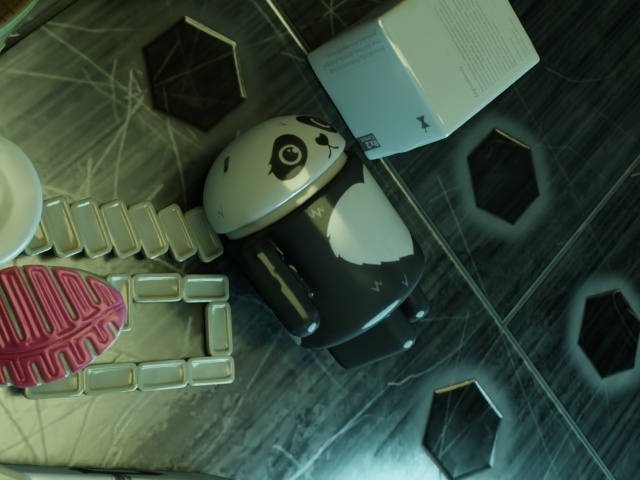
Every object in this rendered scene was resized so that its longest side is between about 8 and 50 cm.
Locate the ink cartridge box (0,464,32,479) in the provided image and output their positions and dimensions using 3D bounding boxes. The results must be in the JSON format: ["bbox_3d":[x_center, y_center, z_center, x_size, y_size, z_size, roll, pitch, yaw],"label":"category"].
[{"bbox_3d":[-0.398,0.178,0.666,0.279,0.385,0.160,28,68,-26],"label":"ink cartridge box"}]

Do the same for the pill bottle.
[{"bbox_3d":[-0.319,-0.021,0.838,0.119,0.208,0.119,4,81,-31],"label":"pill bottle"}]

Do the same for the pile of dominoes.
[{"bbox_3d":[-0.205,0.056,1.013,0.251,0.040,0.195,2,83,-39],"label":"pile of dominoes"}]

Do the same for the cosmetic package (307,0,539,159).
[{"bbox_3d":[0.119,-0.212,1.161,0.184,0.151,0.151,-39,104,-30],"label":"cosmetic package"}]

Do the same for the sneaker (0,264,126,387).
[{"bbox_3d":[-0.287,0.081,0.863,0.252,0.111,0.102,-13,91,3],"label":"sneaker"}]

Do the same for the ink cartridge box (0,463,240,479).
[{"bbox_3d":[-0.195,0.304,0.937,0.237,0.100,0.171,11,78,-30],"label":"ink cartridge box"}]

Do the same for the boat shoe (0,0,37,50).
[{"bbox_3d":[-0.368,-0.169,0.909,0.105,0.089,0.285,39,60,7],"label":"boat shoe"}]

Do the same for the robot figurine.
[{"bbox_3d":[0.001,0.000,1.048,0.174,0.209,0.278,-37,105,-5],"label":"robot figurine"}]
